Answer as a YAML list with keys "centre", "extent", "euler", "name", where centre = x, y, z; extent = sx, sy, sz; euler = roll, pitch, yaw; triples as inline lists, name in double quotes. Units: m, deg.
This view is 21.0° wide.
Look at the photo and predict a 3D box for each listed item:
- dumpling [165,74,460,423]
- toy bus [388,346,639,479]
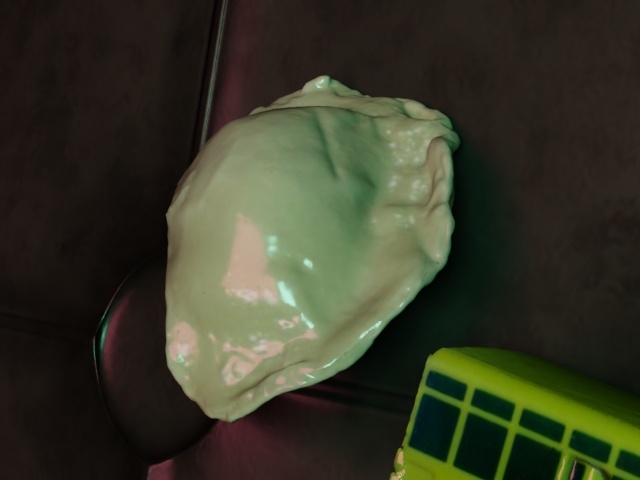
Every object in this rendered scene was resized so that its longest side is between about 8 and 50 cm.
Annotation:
- centre: [0.000, 0.000, 1.051]
  extent: [0.193, 0.147, 0.258]
  euler: [0, 52, 33]
  name: "dumpling"
- centre: [0.166, 0.151, 0.882]
  extent: [0.262, 0.128, 0.150]
  euler: [20, 97, 43]
  name: "toy bus"
